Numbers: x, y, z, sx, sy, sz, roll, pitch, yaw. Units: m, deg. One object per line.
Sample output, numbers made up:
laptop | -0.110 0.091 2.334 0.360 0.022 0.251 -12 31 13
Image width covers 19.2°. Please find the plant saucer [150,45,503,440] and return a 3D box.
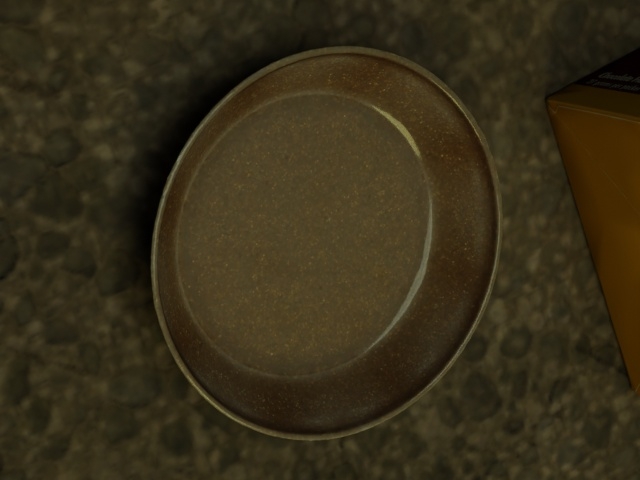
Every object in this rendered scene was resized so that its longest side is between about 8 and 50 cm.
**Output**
plant saucer | 0.000 0.000 0.945 0.199 0.036 0.198 -6 104 -27

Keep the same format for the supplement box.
supplement box | 0.258 -0.026 1.029 0.194 0.129 0.191 -28 113 -21
